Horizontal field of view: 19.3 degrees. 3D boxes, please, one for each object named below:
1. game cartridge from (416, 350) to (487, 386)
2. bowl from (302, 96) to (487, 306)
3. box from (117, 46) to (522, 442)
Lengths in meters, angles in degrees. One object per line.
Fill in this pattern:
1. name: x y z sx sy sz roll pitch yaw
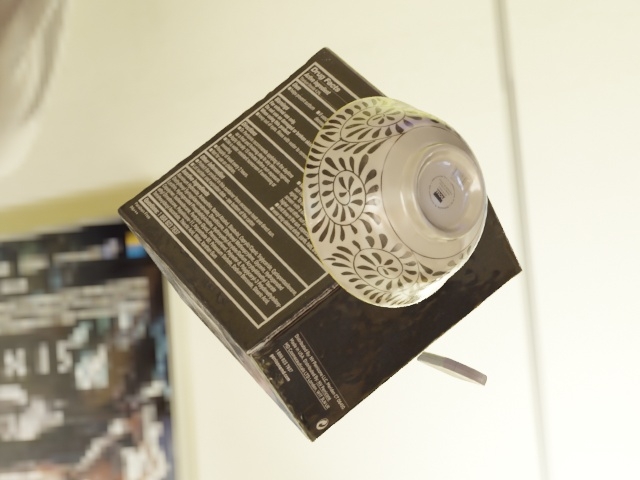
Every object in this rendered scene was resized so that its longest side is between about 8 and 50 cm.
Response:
1. game cartridge: 0.155 0.149 2.189 0.083 0.017 0.056 26 174 -42
2. bowl: 0.077 -0.034 1.477 0.170 0.170 0.080 4 174 -36
3. box: 0.000 0.000 1.980 0.294 0.296 0.183 -39 136 -7
